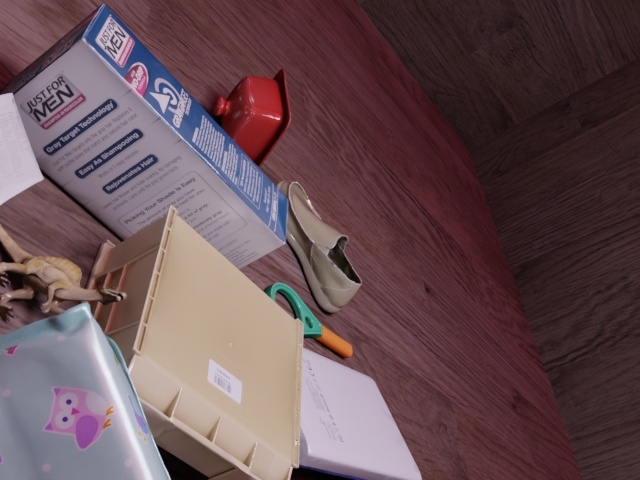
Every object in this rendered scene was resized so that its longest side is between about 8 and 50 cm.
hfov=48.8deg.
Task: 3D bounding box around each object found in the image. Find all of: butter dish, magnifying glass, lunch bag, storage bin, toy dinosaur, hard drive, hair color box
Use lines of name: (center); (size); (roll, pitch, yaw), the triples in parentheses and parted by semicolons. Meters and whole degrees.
butter dish: (-0.135, -0.223, 1.263); (0.118, 0.160, 0.160); (17, 45, -28)
magnifying glass: (-0.018, 0.146, 1.208); (0.231, 0.026, 0.092); (41, 30, -41)
lunch bag: (-0.201, 0.185, 0.542); (0.160, 0.262, 0.223); (-22, 82, -22)
storage bin: (-0.146, 0.142, 0.821); (0.262, 0.123, 0.260); (46, 28, -32)
toy dinosaur: (-0.293, 0.035, 0.724); (0.183, 0.053, 0.092); (32, 31, 4)
hard drive: (0.026, 0.268, 1.088); (0.318, 0.040, 0.210); (33, 22, -48)
hair color box: (-0.212, -0.097, 0.886); (0.347, 0.174, 0.105); (47, 26, -32)

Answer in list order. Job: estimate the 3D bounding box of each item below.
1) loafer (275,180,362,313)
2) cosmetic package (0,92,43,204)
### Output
loafer: (0.000, 0.000, 1.321); (0.269, 0.092, 0.102); (64, 23, 6)
cosmetic package: (-0.330, -0.074, 0.641); (0.239, 0.060, 0.099); (-107, -176, -75)
